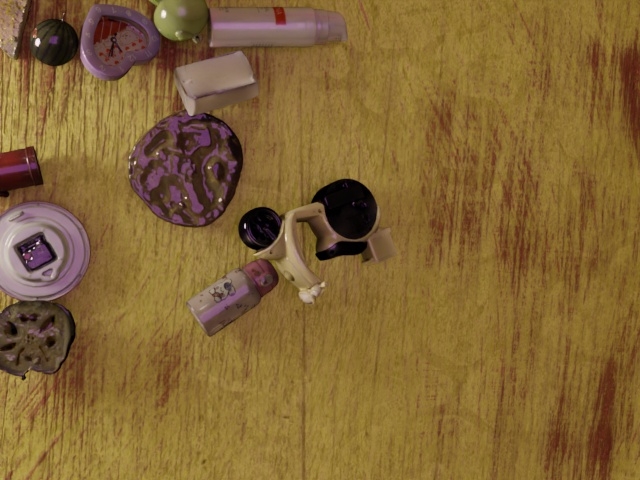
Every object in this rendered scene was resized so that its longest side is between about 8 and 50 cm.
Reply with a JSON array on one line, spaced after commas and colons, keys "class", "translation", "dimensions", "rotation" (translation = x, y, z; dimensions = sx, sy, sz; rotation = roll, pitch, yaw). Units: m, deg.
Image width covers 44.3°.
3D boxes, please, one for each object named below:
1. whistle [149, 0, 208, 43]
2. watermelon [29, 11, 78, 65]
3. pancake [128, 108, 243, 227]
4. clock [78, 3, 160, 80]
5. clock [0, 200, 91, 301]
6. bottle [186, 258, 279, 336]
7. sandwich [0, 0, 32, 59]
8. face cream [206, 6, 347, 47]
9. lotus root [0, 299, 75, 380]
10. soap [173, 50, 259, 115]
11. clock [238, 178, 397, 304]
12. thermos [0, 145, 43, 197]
[{"class": "whistle", "translation": [-0.378, -0.590, 1.888], "dimensions": [0.141, 0.141, 0.294], "rotation": [-40, 82, -10]}, {"class": "watermelon", "translation": [-0.610, -0.469, 1.818], "dimensions": [0.105, 0.105, 0.133], "rotation": [28, 115, -15]}, {"class": "pancake", "translation": [-0.330, -0.182, 1.949], "dimensions": [0.295, 0.049, 0.294], "rotation": [-1, 95, -15]}, {"class": "clock", "translation": [-0.491, -0.476, 1.866], "dimensions": [0.198, 0.064, 0.172], "rotation": [-41, 100, -29]}, {"class": "clock", "translation": [-0.671, 0.027, 1.865], "dimensions": [0.245, 0.056, 0.244], "rotation": [-1, 94, -16]}, {"class": "bottle", "translation": [-0.212, 0.134, 1.969], "dimensions": [0.233, 0.110, 0.109], "rotation": [-34, 101, -10]}, {"class": "sandwich", "translation": [-0.758, -0.530, 1.807], "dimensions": [0.163, 0.058, 0.192], "rotation": [12, 92, -14]}, {"class": "face cream", "translation": [-0.105, -0.532, 1.961], "dimensions": [0.346, 0.102, 0.101], "rotation": [-5, 95, -15]}, {"class": "lotus root", "translation": [-0.679, 0.223, 1.861], "dimensions": [0.183, 0.078, 0.203], "rotation": [30, 94, -20]}, {"class": "soap", "translation": [-0.253, -0.386, 1.922], "dimensions": [0.183, 0.063, 0.121], "rotation": [-18, 61, -13]}, {"class": "clock", "translation": [0.000, 0.000, 1.981], "dimensions": [0.379, 0.120, 0.276], "rotation": [-24, 92, -26]}, {"class": "thermos", "translation": [-0.766, -0.154, 1.805], "dimensions": [0.232, 0.099, 0.124], "rotation": [-12, 101, -15]}]
